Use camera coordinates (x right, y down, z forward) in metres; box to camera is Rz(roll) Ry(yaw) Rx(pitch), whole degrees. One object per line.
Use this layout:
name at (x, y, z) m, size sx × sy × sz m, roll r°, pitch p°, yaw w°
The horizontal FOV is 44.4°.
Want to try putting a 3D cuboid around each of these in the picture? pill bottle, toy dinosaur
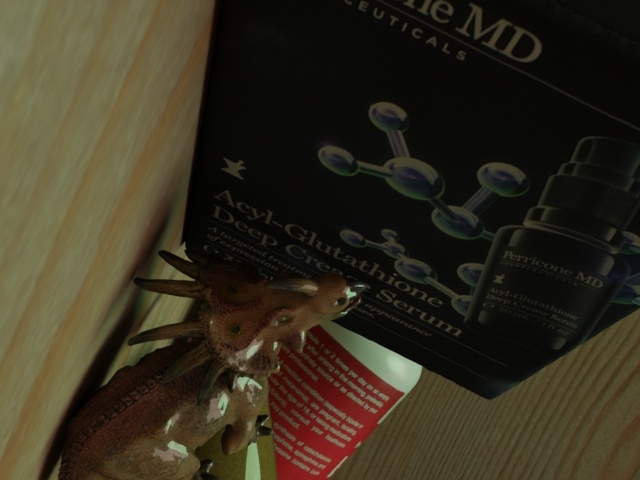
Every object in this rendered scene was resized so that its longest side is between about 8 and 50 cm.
pill bottle at (-0.022, 0.170, 1.003) m, size 0.408 × 0.229 × 0.229 m, roll -48°, pitch -179°, yaw 4°
toy dinosaur at (-0.110, 0.115, 0.569) m, size 0.296 × 0.127 × 0.200 m, roll -47°, pitch 166°, yaw -11°

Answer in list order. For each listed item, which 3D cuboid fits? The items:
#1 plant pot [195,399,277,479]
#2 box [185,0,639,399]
plant pot at (-0.135, 0.252, 0.731) m, size 0.237 × 0.237 × 0.254 m, roll -68°, pitch 169°, yaw -89°
box at (0.096, -0.090, 0.535) m, size 0.212 × 0.293 × 0.395 m, roll -64°, pitch 180°, yaw -29°
